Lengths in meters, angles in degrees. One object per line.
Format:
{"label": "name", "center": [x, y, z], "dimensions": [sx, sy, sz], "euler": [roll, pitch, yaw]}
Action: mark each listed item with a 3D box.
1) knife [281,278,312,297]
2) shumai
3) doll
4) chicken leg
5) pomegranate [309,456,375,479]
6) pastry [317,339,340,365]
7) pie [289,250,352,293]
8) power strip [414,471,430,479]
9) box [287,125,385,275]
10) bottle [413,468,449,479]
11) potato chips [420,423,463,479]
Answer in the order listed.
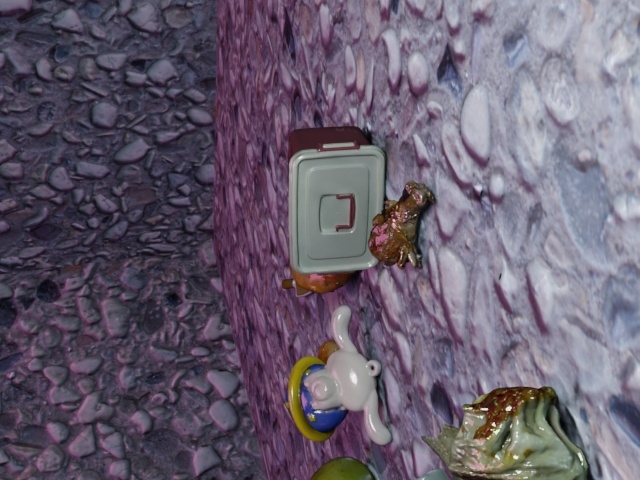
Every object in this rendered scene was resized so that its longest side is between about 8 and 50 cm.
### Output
{"label": "knife", "center": [-0.061, 0.135, 2.462], "dimensions": [0.343, 0.027, 0.061], "euler": [163, 104, -72]}
{"label": "shumai", "center": [0.255, 0.254, 1.106], "dimensions": [0.184, 0.184, 0.142], "euler": [136, 149, -72]}
{"label": "doll", "center": [0.015, 0.306, 1.888], "dimensions": [0.242, 0.159, 0.311], "euler": [-16, 76, 52]}
{"label": "chicken leg", "center": [0.147, -0.034, 1.500], "dimensions": [0.125, 0.080, 0.196], "euler": [53, 142, 43]}
{"label": "pomegranate", "center": [0.068, 0.594, 1.957], "dimensions": [0.179, 0.210, 0.179], "euler": [7, -90, -67]}
{"label": "pastry", "center": [0.038, 0.315, 2.056], "dimensions": [0.153, 0.081, 0.153], "euler": [172, 90, -74]}
{"label": "pie", "center": [0.000, 0.000, 1.971], "dimensions": [0.273, 0.069, 0.273], "euler": [-10, 78, 54]}
{"label": "power strip", "center": [0.214, 0.533, 1.580], "dimensions": [0.081, 0.035, 0.192], "euler": [139, 123, -73]}
{"label": "box", "center": [0.023, -0.091, 1.727], "dimensions": [0.167, 0.193, 0.294], "euler": [-105, 13, -58]}
{"label": "bottle", "center": [0.225, 0.496, 1.302], "dimensions": [0.286, 0.082, 0.082], "euler": [61, 158, 23]}
{"label": "potato chips", "center": [0.237, 0.370, 1.351], "dimensions": [0.228, 0.059, 0.167], "euler": [119, 135, -67]}
